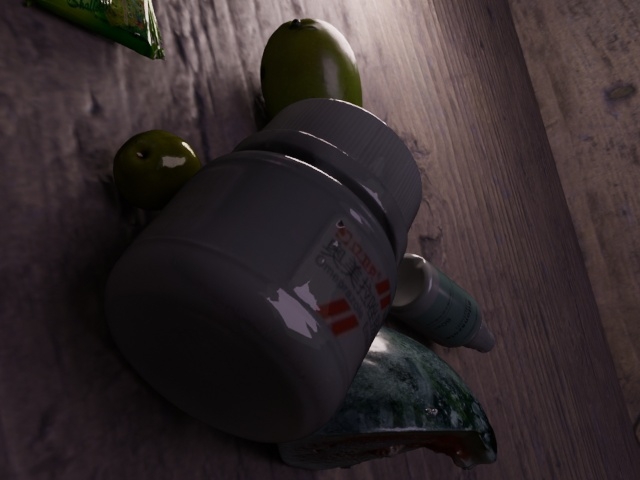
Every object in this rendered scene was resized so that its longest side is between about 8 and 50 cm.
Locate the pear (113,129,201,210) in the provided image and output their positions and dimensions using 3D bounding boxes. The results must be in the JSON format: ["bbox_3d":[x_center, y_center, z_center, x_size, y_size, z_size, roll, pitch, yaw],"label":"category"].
[{"bbox_3d":[-0.175,-0.074,0.751,0.097,0.092,0.092,92,-2,-63],"label":"pear"}]

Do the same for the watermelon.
[{"bbox_3d":[0.035,0.216,0.836,0.320,0.213,0.289,32,20,22],"label":"watermelon"}]

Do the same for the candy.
[{"bbox_3d":[-0.248,-0.273,0.782,0.178,0.032,0.102,15,62,-56],"label":"candy"}]

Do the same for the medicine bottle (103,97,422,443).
[{"bbox_3d":[-0.040,0.018,0.716,0.245,0.245,0.306,56,46,-26],"label":"medicine bottle"}]

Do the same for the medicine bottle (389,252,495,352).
[{"bbox_3d":[0.231,0.135,1.280,0.352,0.110,0.110,34,47,-47],"label":"medicine bottle"}]

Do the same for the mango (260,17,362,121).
[{"bbox_3d":[-0.001,-0.182,1.046,0.175,0.143,0.293,-54,131,-61],"label":"mango"}]
